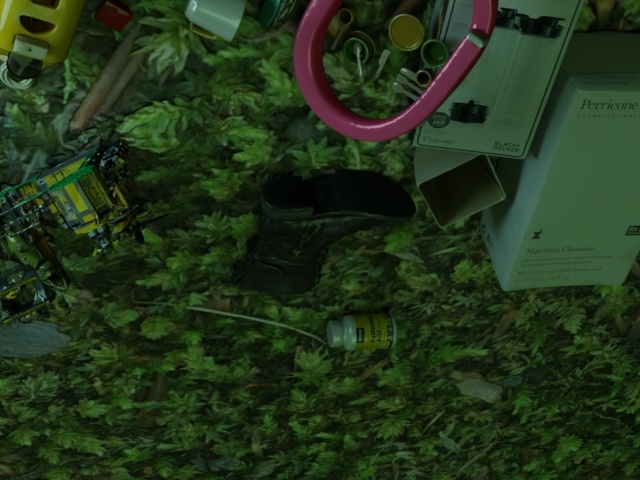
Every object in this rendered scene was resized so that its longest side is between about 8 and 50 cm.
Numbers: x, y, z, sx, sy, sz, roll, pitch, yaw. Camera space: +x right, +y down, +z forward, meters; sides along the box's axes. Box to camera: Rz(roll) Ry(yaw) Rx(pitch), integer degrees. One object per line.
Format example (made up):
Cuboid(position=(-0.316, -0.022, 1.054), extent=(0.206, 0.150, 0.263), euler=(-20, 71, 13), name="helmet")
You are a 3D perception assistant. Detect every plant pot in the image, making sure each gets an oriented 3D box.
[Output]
Cuboid(position=(0.197, -0.104, 1.328), extent=(0.109, 0.096, 0.109), euler=(-25, 136, 11), name="plant pot")

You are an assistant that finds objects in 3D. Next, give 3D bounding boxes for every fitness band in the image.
Cuboid(position=(0.085, -0.251, 1.091), extent=(0.209, 0.054, 0.291), euler=(41, 126, 3), name="fitness band")

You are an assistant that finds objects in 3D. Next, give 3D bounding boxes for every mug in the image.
Cuboid(position=(-0.133, -0.275, 1.089), extent=(0.064, 0.062, 0.078), euler=(17, 122, -19), name="mug")

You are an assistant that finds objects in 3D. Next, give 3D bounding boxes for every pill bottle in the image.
Cuboid(position=(0.073, 0.163, 1.585), extent=(0.116, 0.065, 0.065), euler=(-2, 135, -14), name="pill bottle")

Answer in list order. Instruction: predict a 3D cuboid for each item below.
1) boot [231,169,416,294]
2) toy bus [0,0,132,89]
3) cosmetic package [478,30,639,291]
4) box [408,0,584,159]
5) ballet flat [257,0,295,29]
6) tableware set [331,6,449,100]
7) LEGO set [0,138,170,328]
Cuboid(position=(0.000, 0.000, 1.399), extent=(0.263, 0.091, 0.229), euler=(1, 139, -12), name="boot")
Cuboid(position=(-0.328, -0.251, 1.024), extent=(0.191, 0.104, 0.202), euler=(-22, 136, 6), name="toy bus")
Cuboid(position=(0.394, -0.111, 1.335), extent=(0.217, 0.156, 0.384), euler=(-4, 136, -10), name="cosmetic package")
Cuboid(position=(0.226, -0.252, 1.171), extent=(0.169, 0.087, 0.289), euler=(6, 134, -4), name="box")
Cuboid(position=(-0.040, -0.311, 1.100), extent=(0.041, 0.041, 0.114), euler=(12, 130, -26), name="ballet flat")
Cuboid(position=(0.085, -0.246, 1.140), extent=(0.154, 0.024, 0.104), euler=(34, 129, 9), name="tableware set")
Cuboid(position=(-0.360, 0.026, 1.183), extent=(0.331, 0.255, 0.192), euler=(-28, 109, -3), name="LEGO set")
